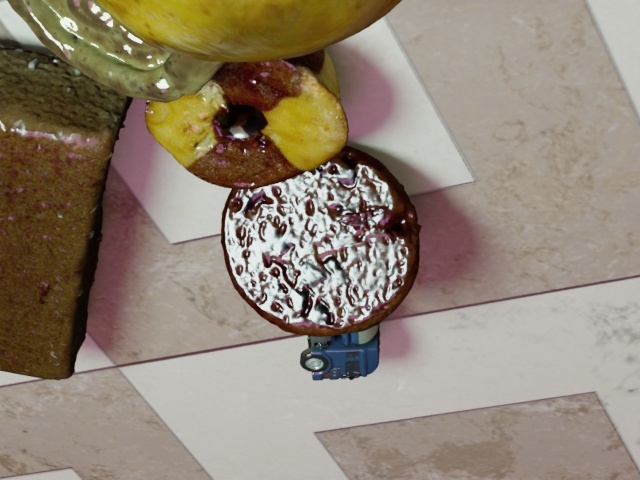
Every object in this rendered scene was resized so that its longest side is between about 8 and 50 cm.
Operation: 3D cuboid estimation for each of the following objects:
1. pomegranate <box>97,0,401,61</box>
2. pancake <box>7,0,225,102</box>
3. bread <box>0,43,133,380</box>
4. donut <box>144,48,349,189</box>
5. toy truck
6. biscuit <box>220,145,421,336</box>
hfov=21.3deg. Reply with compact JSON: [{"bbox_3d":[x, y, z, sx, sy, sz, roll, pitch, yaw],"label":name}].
[{"bbox_3d":[-0.054,-0.260,1.188,0.307,0.307,0.307,7,140,6],"label":"pomegranate"},{"bbox_3d":[-0.171,-0.229,1.390,0.250,0.031,0.250,15,129,19],"label":"pancake"},{"bbox_3d":[-0.289,-0.015,1.645,0.165,0.113,0.416,16,141,-4],"label":"bread"},{"bbox_3d":[-0.061,-0.123,1.492,0.166,0.073,0.184,32,137,-23],"label":"donut"},{"bbox_3d":[0.019,0.055,1.686,0.088,0.074,0.202,-1,138,3],"label":"toy truck"},{"bbox_3d":[0.000,0.000,1.572,0.192,0.049,0.192,1,94,15],"label":"biscuit"}]
